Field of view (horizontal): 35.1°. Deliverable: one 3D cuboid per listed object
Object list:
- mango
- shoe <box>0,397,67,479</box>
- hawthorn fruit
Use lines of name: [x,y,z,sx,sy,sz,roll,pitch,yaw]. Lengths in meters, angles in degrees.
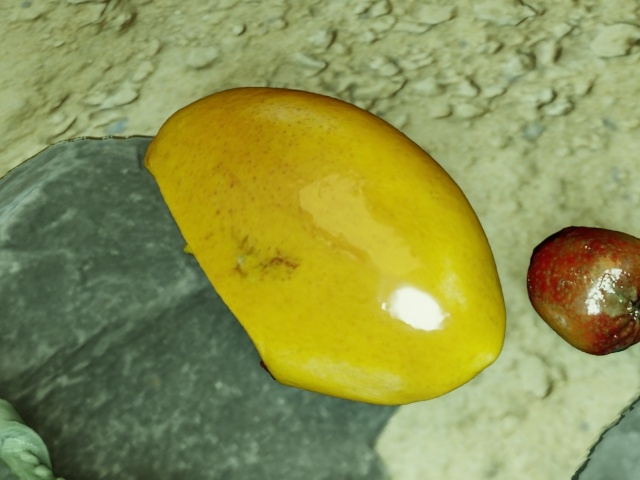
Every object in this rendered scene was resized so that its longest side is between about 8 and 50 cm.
mango: [0.000,0.000,0.584,0.252,0.126,0.154,35,78,33]
shoe: [-0.132,0.154,0.510,0.149,0.109,0.293,-23,52,-10]
hawthorn fruit: [0.150,0.025,0.561,0.077,0.077,0.077,-7,50,9]
